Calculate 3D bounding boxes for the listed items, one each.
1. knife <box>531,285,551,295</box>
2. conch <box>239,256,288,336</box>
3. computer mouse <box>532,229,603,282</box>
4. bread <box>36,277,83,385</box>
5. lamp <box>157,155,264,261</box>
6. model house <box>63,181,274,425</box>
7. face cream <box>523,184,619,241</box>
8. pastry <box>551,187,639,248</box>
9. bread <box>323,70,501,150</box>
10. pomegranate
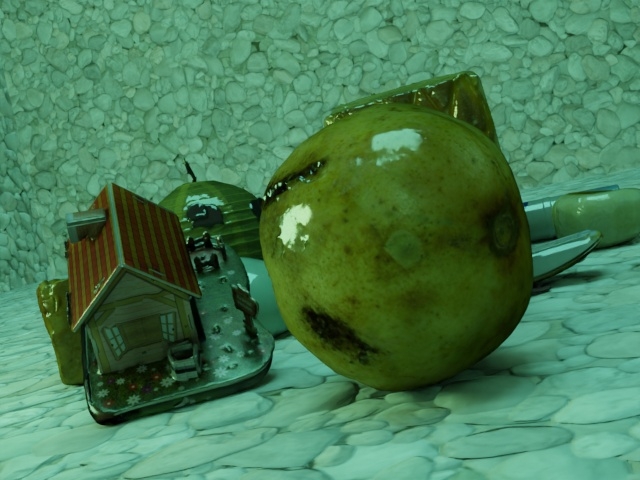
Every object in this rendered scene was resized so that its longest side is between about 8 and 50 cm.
[{"bbox_3d":[0.168,0.080,1.028,0.248,0.018,0.035,-11,2,2],"label":"knife"},{"bbox_3d":[-0.111,0.090,1.167,0.185,0.120,0.221,21,-21,-34],"label":"conch"},{"bbox_3d":[0.282,0.033,1.093,0.199,0.044,0.102,-19,0,18],"label":"computer mouse"},{"bbox_3d":[-0.297,0.110,1.118,0.158,0.143,0.149,-10,3,-23],"label":"bread"},{"bbox_3d":[-0.185,-0.006,1.362,0.250,0.284,0.250,-13,-1,0],"label":"lamp"},{"bbox_3d":[-0.181,0.035,0.912,0.207,0.153,0.294,-14,33,-11],"label":"model house"},{"bbox_3d":[0.420,-0.042,1.492,0.250,0.077,0.077,-11,5,16],"label":"face cream"},{"bbox_3d":[0.449,-0.038,1.307,0.157,0.091,0.156,-11,8,2],"label":"pastry"},{"bbox_3d":[0.178,-0.142,1.447,0.279,0.278,0.207,-17,10,14],"label":"bread"},{"bbox_3d":[0.069,0.006,0.740,0.261,0.260,0.260,-12,5,1],"label":"pomegranate"}]
